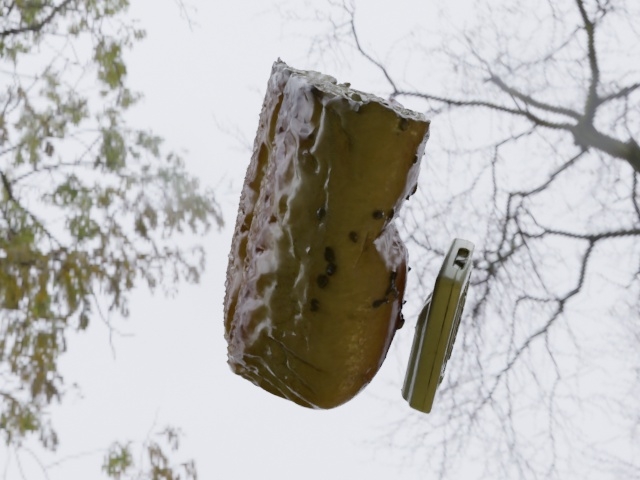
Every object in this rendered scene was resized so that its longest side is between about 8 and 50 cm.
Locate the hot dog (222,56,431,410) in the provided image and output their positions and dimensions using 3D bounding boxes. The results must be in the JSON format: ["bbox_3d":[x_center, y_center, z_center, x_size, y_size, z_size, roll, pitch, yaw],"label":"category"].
[{"bbox_3d":[0.000,0.000,1.172,0.196,0.367,0.365,14,-78,-13],"label":"hot dog"}]

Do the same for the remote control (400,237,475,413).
[{"bbox_3d":[0.137,0.105,1.203,0.049,0.090,0.230,18,-50,12],"label":"remote control"}]
